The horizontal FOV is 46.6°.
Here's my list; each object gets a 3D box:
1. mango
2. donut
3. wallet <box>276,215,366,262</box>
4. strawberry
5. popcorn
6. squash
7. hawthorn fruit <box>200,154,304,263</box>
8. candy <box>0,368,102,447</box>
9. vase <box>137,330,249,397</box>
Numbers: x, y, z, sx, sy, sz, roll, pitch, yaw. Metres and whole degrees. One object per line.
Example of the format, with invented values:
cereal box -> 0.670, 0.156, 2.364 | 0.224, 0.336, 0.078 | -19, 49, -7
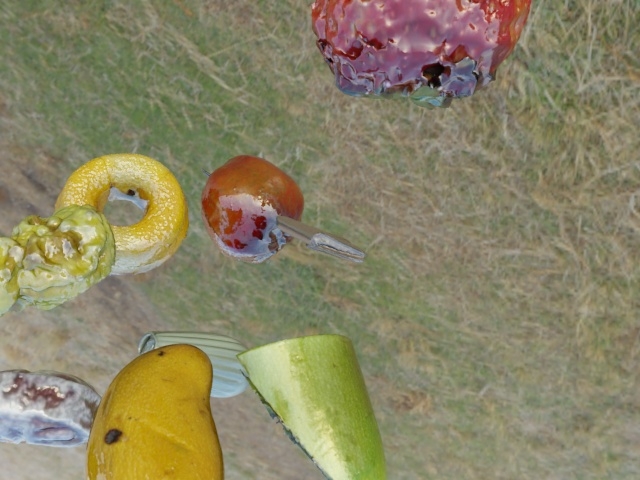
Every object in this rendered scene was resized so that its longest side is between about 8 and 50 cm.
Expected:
mango -> -0.205, 0.261, 0.939 | 0.177, 0.295, 0.120 | 21, 126, -23
donut -> -0.445, -0.069, 1.668 | 0.302, 0.303, 0.110 | 24, 160, -6
wallet -> 0.000, 0.000, 1.218 | 0.118, 0.039, 0.152 | 21, 180, -29
strawberry -> 0.113, -0.298, 0.836 | 0.238, 0.289, 0.250 | 4, -170, -20
popcorn -> -0.490, 0.027, 1.384 | 0.225, 0.286, 0.174 | -18, 102, 16
squash -> -0.001, 0.337, 1.287 | 0.210, 0.309, 0.233 | -14, 160, 7
hawthorn fruit -> -0.191, -0.090, 1.769 | 0.300, 0.254, 0.254 | 37, 150, 20
candy -> -0.605, 0.347, 1.556 | 0.289, 0.157, 0.214 | 8, 149, -4
vase -> -0.249, 0.239, 1.488 | 0.128, 0.128, 0.248 | -16, 152, 40
